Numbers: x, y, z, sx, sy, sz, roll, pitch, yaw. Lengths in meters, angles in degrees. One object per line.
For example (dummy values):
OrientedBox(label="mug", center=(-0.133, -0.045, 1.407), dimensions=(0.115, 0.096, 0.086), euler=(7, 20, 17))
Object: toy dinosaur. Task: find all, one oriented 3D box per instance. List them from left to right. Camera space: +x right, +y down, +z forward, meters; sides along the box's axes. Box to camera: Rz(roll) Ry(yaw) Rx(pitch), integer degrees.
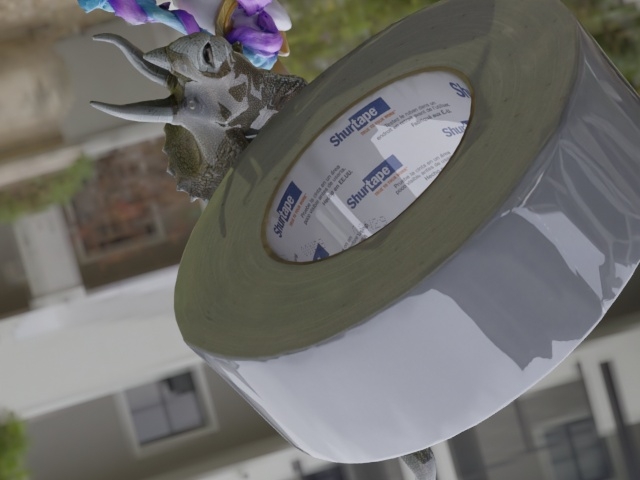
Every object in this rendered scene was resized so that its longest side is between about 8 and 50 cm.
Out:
OrientedBox(label="toy dinosaur", center=(0.000, 0.000, 0.976), dimensions=(0.160, 0.313, 0.121), euler=(-10, -151, 11))

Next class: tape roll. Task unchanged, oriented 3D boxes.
OrientedBox(label="tape roll", center=(0.040, -0.011, 0.774), dimensions=(0.219, 0.072, 0.219), euler=(-33, -152, 20))

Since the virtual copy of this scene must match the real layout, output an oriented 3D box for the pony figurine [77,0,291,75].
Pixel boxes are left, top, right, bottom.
OrientedBox(label="pony figurine", center=(-0.138, -0.304, 1.348), dimensions=(0.303, 0.363, 0.351), euler=(-45, 165, -35))
